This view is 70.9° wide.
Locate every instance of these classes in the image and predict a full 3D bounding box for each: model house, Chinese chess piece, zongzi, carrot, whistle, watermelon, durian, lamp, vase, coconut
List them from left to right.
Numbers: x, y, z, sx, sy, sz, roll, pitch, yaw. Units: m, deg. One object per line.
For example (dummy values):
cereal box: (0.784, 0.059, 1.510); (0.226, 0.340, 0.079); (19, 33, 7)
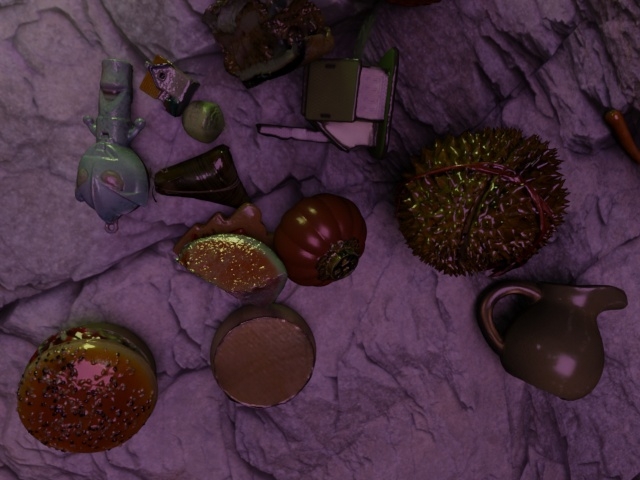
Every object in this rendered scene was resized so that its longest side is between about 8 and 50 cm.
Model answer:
whistle: (-0.422, -0.186, 0.920); (0.142, 0.134, 0.346); (7, 94, 29)
model house: (-0.313, -0.314, 0.911); (0.100, 0.100, 0.087); (33, 98, -15)
zongzi: (-0.258, -0.100, 0.999); (0.187, 0.084, 0.184); (-18, 127, 5)
coconut: (-0.243, -0.250, 0.949); (0.096, 0.088, 0.087); (20, 100, 6)
watermelon: (-0.181, 0.070, 0.987); (0.231, 0.146, 0.128); (26, 67, 14)
Chinese chess piece: (-0.138, 0.277, 1.094); (0.257, 0.104, 0.257); (-3, 105, -10)
lamp: (0.000, 0.000, 1.000); (0.223, 0.196, 0.223); (-24, 138, -23)
model house: (0.008, -0.294, 0.937); (0.279, 0.205, 0.218); (6, 103, -4)
durian: (0.330, -0.081, 0.960); (0.384, 0.348, 0.347); (-23, 112, -44)
vase: (0.572, 0.220, 1.166); (0.329, 0.241, 0.302); (22, 87, 11)
carrot: (0.789, -0.259, 1.160); (0.037, 0.037, 0.190); (-43, 111, 3)

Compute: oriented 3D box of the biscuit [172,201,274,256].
biscuit: (-0.216, 0.016, 1.026); (0.239, 0.041, 0.212); (-4, 122, -4)

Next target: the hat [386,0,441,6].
hat: (0.206, -0.591, 0.781); (0.285, 0.400, 0.285); (-2, 100, -10)

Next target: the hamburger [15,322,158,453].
hamburger: (-0.516, 0.333, 1.004); (0.300, 0.176, 0.300); (-3, 105, -11)

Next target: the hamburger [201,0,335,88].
hamburger: (-0.085, -0.414, 0.855); (0.192, 0.288, 0.167); (-47, 122, -29)
